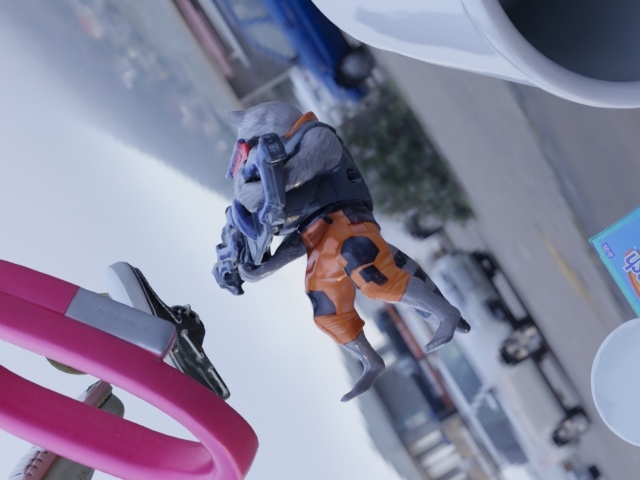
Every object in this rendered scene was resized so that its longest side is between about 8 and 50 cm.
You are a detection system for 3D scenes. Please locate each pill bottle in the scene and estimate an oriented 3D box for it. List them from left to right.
[{"bbox_3d":[0.522,0.193,2.136,0.361,0.204,0.204,8,-134,-54],"label":"pill bottle"}]

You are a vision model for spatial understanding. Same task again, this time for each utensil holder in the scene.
[{"bbox_3d":[0.172,-0.293,1.340,0.327,0.327,0.385,58,166,-21],"label":"utensil holder"}]

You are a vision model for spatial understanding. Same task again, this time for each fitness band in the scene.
[{"bbox_3d":[-0.182,0.107,1.158,0.291,0.054,0.209,21,148,11],"label":"fitness band"}]

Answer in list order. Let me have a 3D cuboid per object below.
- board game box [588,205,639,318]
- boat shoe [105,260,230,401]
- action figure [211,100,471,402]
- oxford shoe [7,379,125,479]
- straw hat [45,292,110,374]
[{"bbox_3d":[0.383,0.008,1.477,0.047,0.210,0.160,-12,-112,-56],"label":"board game box"},{"bbox_3d":[-0.164,0.102,1.695,0.078,0.070,0.219,31,150,53],"label":"boat shoe"},{"bbox_3d":[0.000,0.000,1.675,0.330,0.178,0.341,61,159,7],"label":"action figure"},{"bbox_3d":[-0.299,0.340,1.670,0.146,0.397,0.140,31,165,-9],"label":"oxford shoe"},{"bbox_3d":[-0.293,0.141,2.048,0.144,0.144,0.061,-120,8,-47],"label":"straw hat"}]
